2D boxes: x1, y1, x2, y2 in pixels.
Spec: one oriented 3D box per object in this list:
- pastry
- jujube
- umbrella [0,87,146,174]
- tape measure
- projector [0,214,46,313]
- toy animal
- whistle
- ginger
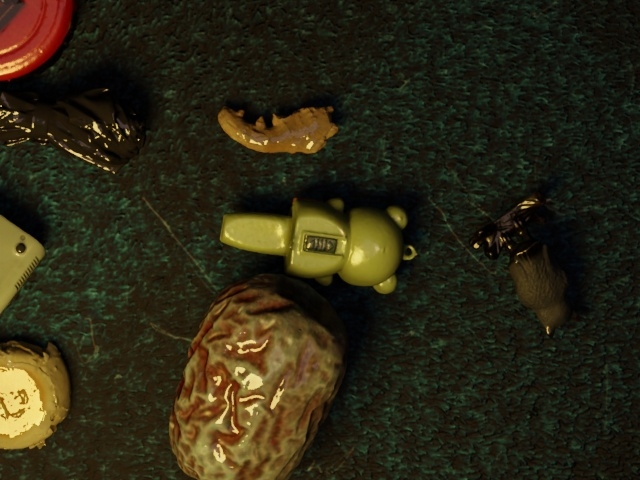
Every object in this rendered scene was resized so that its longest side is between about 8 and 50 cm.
[{"bbox_3d":[-0.439,0.221,1.785,0.166,0.088,0.165,-1,100,-7],"label":"pastry"},{"bbox_3d":[-0.092,0.208,1.752,0.226,0.226,0.317,24,104,-8],"label":"jujube"},{"bbox_3d":[-0.413,-0.175,1.741,0.340,0.118,0.118,11,96,3],"label":"umbrella"},{"bbox_3d":[-0.452,-0.345,1.701,0.260,0.114,0.253,41,92,-9],"label":"tape measure"},{"bbox_3d":[-0.537,0.022,1.704,0.250,0.108,0.198,37,64,-8],"label":"projector"},{"bbox_3d":[0.327,0.043,1.822,0.121,0.117,0.210,-36,97,-7],"label":"toy animal"},{"bbox_3d":[0.000,0.000,1.789,0.289,0.106,0.131,8,98,-7],"label":"whistle"},{"bbox_3d":[-0.061,-0.160,1.793,0.174,0.051,0.069,-1,93,-7],"label":"ginger"}]
